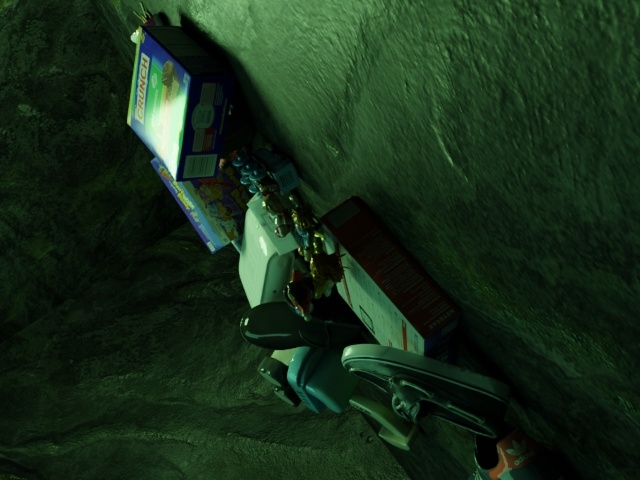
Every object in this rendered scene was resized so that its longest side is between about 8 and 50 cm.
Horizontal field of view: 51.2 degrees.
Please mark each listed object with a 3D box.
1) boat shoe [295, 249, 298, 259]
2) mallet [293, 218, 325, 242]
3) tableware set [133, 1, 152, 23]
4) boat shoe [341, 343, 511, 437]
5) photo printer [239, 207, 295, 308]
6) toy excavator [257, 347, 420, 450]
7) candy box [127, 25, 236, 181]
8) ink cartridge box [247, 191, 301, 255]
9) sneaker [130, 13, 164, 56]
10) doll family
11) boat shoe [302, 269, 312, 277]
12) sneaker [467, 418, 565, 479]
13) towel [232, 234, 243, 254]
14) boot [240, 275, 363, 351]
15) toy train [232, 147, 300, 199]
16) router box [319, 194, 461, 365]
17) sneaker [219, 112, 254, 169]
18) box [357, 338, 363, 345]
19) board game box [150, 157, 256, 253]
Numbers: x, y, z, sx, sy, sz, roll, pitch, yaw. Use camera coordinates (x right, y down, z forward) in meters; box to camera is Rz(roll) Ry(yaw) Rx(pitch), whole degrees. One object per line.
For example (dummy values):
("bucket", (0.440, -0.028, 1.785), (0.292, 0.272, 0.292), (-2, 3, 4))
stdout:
("boat shoe", (-0.109, 0.052, 2.195), (0.083, 0.065, 0.183), (54, 168, 31))
("mallet", (0.000, 0.000, 1.576), (0.189, 0.062, 0.039), (40, 164, 53))
("tableware set", (-0.506, -0.613, 2.013), (0.128, 0.039, 0.194), (53, 169, 13))
("boat shoe", (0.165, 0.260, 1.142), (0.301, 0.102, 0.108), (13, 154, 22))
("photo printer", (-0.168, 0.054, 2.064), (0.256, 0.107, 0.308), (-118, 31, -44))
("toy excavator", (0.076, 0.483, 2.116), (0.445, 0.222, 0.433), (22, 154, 31))
("candy box", (-0.344, -0.336, 1.607), (0.317, 0.122, 0.268), (47, 132, 41))
("ink cartridge box", (-0.111, -0.078, 1.678), (0.198, 0.067, 0.115), (59, -154, -17))
("sneaker", (-0.454, -0.541, 1.878), (0.111, 0.103, 0.252), (43, 168, -1))
("doll family", (-0.023, 0.007, 1.199), (0.163, 0.118, 0.263), (77, 175, -75))
("boat shoe", (-0.075, 0.167, 2.114), (0.118, 0.103, 0.320), (68, 155, 3))
("sneaker", (0.330, 0.406, 1.225), (0.148, 0.131, 0.350), (60, 165, 14))
("towel", (-0.284, -0.099, 2.275), (0.034, 0.209, 0.285), (-31, 94, 34))
("boot", (-0.057, 0.204, 1.784), (0.445, 0.367, 0.146), (85, -173, -76))
("toy train", (-0.127, -0.160, 1.536), (0.184, 0.105, 0.080), (42, 158, 51))
("router box", (0.134, 0.117, 1.286), (0.301, 0.082, 0.335), (50, 168, 27))
("sneaker", (-0.257, -0.281, 1.727), (0.136, 0.116, 0.314), (59, 168, 2))
("box", (0.041, 0.303, 2.291), (0.293, 0.073, 0.295), (49, 167, 27))
("board game box", (-0.349, -0.165, 2.152), (0.078, 0.233, 0.347), (-28, 98, 45))
